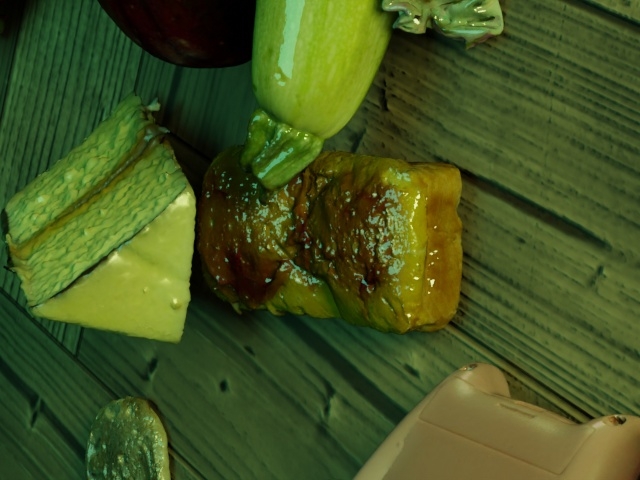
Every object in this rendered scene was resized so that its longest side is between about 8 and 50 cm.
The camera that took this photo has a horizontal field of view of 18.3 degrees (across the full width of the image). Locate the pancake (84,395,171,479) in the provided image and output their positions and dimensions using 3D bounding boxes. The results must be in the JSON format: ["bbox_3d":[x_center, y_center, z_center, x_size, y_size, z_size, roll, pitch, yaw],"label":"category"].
[{"bbox_3d":[-0.174,0.208,1.775,0.139,0.022,0.140,-3,86,54],"label":"pancake"}]

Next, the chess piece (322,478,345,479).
[{"bbox_3d":[0.038,0.256,1.392,0.243,0.133,0.133,45,123,52],"label":"chess piece"}]

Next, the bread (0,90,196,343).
[{"bbox_3d":[-0.179,-0.004,1.675,0.266,0.178,0.142,-123,9,-68],"label":"bread"}]

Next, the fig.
[{"bbox_3d":[-0.121,-0.243,1.536,0.186,0.249,0.204,-27,72,22],"label":"fig"}]

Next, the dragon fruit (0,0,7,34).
[{"bbox_3d":[-0.384,-0.305,1.959,0.200,0.198,0.269,56,154,12],"label":"dragon fruit"}]

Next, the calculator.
[{"bbox_3d":[0.062,0.221,1.264,0.220,0.048,0.330,17,67,51],"label":"calculator"}]

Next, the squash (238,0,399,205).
[{"bbox_3d":[0.015,-0.162,1.437,0.137,0.137,0.288,9,93,55],"label":"squash"}]

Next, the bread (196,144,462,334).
[{"bbox_3d":[0.001,0.000,1.496,0.271,0.077,0.139,10,99,52],"label":"bread"}]

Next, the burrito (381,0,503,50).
[{"bbox_3d":[0.099,-0.268,1.316,0.066,0.096,0.309,-94,8,-54],"label":"burrito"}]
